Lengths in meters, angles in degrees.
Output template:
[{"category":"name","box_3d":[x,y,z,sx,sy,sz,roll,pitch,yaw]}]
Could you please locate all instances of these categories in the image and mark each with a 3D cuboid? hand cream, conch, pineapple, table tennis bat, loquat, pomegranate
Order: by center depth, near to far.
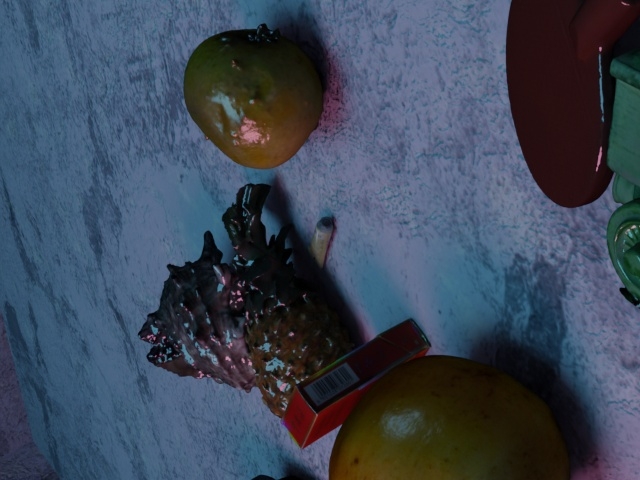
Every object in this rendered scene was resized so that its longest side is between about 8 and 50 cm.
[{"category":"table tennis bat","box_3d":[0.196,-0.137,0.974,0.310,0.038,0.200,110,148,-74]},{"category":"pomegranate","box_3d":[0.134,0.255,1.300,0.264,0.264,0.264,43,147,37]},{"category":"loquat","box_3d":[-0.075,-0.161,1.432,0.172,0.149,0.204,37,155,36]},{"category":"hand cream","box_3d":[0.000,0.000,1.584,0.035,0.022,0.102,54,158,19]},{"category":"pineapple","box_3d":[-0.052,0.077,1.622,0.170,0.141,0.310,41,-152,-85]},{"category":"conch","box_3d":[-0.140,0.133,1.810,0.240,0.186,0.313,45,152,10]}]

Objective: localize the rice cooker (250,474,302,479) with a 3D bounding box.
[{"category":"rice cooker","box_3d":[-0.081,0.518,1.964,0.267,0.224,0.267,43,146,39]}]

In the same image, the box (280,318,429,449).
[{"category":"box","box_3d":[0.040,0.172,1.484,0.048,0.175,0.112,52,151,20]}]

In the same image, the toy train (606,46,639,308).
[{"category":"toy train","box_3d":[0.313,-0.022,0.844,0.266,0.145,0.202,38,141,41]}]
